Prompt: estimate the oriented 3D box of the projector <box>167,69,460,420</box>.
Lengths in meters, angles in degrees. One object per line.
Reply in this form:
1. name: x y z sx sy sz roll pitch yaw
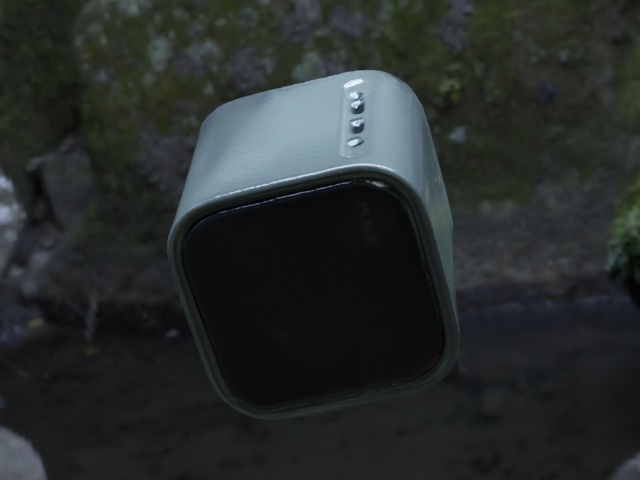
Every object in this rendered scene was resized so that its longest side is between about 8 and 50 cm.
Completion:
1. projector: 0.000 0.000 0.518 0.083 0.083 0.082 -12 26 9
